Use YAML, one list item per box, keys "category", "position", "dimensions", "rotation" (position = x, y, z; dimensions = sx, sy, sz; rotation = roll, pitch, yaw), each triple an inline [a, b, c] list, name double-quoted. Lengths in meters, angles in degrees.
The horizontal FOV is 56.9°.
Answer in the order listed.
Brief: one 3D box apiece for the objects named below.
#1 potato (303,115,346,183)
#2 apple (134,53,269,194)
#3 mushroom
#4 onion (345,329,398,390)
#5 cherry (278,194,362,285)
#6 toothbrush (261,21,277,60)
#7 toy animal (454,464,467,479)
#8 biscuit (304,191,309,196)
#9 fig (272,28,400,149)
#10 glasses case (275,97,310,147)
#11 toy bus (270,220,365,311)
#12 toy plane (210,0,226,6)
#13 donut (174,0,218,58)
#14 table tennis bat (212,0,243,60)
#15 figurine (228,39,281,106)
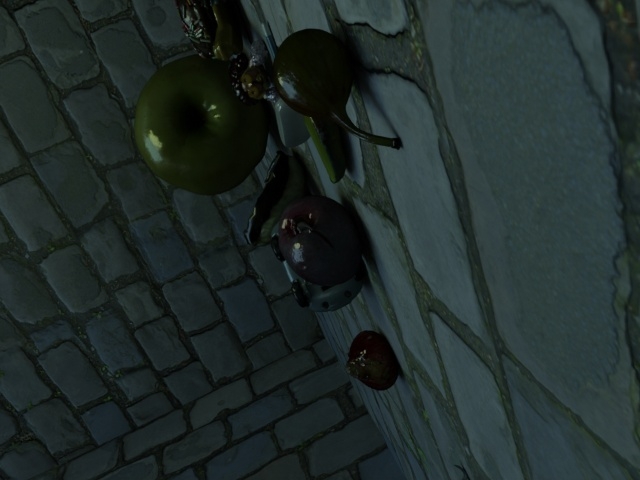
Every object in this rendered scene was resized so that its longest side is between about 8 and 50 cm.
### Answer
- category: "potato"
  position: [0.017, -0.191, 1.142]
  dimensions: [0.119, 0.054, 0.198]
  rotation: [57, 173, 49]
- category: "apple"
  position: [-0.380, -0.373, 1.945]
  dimensions: [0.473, 0.473, 0.474]
  rotation: [155, 90, -83]
- category: "mushroom"
  position: [-0.124, -0.117, 1.743]
  dimensions: [0.344, 0.130, 0.248]
  rotation: [-78, 9, -58]
- category: "onion"
  position: [0.138, 0.354, 1.709]
  dimensions: [0.184, 0.147, 0.184]
  rotation: [52, 152, 43]
- category: "cherry"
  position: [0.000, 0.000, 1.367]
  dimensions: [0.266, 0.183, 0.213]
  rotation: [54, -162, -48]
- category: "toothbrush"
  position: [-0.085, -0.379, 1.396]
  dimensions: [0.019, 0.025, 0.276]
  rotation: [42, 154, 59]
- category: "toy animal"
  position: [0.343, 0.578, 1.407]
  dimensions: [0.050, 0.028, 0.084]
  rotation: [-69, -46, -88]
- category: "biscuit"
  position: [-0.040, -0.084, 1.919]
  dimensions: [0.181, 0.049, 0.208]
  rotation: [68, 171, -16]
- category: "fig"
  position: [0.025, -0.204, 0.861]
  dimensions: [0.236, 0.124, 0.124]
  rotation: [51, 169, 14]
- category: "glasses case"
  position: [-0.059, -0.271, 1.333]
  dimensions: [0.193, 0.074, 0.049]
  rotation: [85, 159, -71]
- category: "toy bus"
  position: [0.003, 0.053, 1.605]
  dimensions: [0.288, 0.194, 0.232]
  rotation: [63, -175, 12]
- category: "toy plane"
  position: [-0.284, -0.718, 1.451]
  dimensions: [0.192, 0.088, 0.262]
  rotation: [-68, -35, -61]
- category: "donut"
  position: [-0.327, -0.640, 1.662]
  dimensions: [0.269, 0.103, 0.270]
  rotation: [-11, -90, -81]
- category: "table tennis bat"
  position: [-0.253, -0.576, 1.584]
  dimensions: [0.321, 0.050, 0.198]
  rotation: [-95, -13, -46]
- category: "figurine"
  position: [-0.175, -0.416, 1.532]
  dimensions: [0.175, 0.115, 0.240]
  rotation: [68, 172, -21]
